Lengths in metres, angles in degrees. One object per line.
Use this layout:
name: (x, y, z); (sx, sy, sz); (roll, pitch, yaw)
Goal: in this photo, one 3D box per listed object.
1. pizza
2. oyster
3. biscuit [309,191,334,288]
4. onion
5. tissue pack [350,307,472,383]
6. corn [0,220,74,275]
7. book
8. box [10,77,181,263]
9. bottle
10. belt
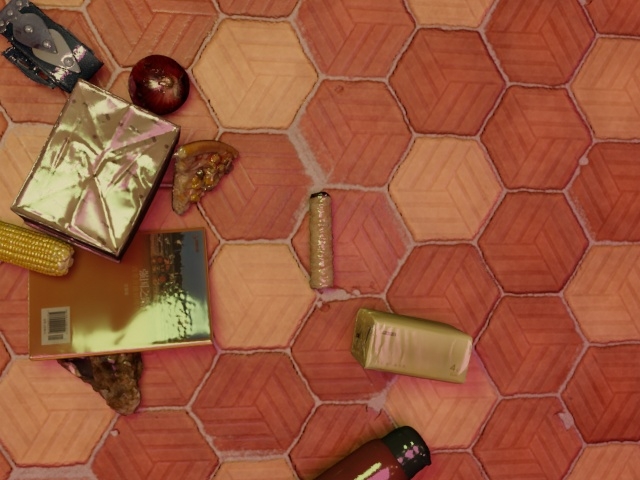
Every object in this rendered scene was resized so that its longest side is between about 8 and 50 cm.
pizza: (-0.265, -0.129, 1.541); (0.052, 0.185, 0.195); (45, 117, 25)
oyster: (-0.497, 0.248, 1.544); (0.295, 0.094, 0.166); (30, 97, -3)
biscuit: (0.000, 0.000, 1.621); (0.061, 0.055, 0.219); (-1, 93, 27)
onion: (-0.340, -0.328, 1.519); (0.131, 0.131, 0.131); (-1, 93, -9)
tissue pack: (0.198, 0.234, 1.612); (0.235, 0.159, 0.125); (11, 91, -9)
corn: (-0.625, 0.010, 1.482); (0.249, 0.081, 0.081); (17, 91, 9)
book: (-0.423, 0.109, 1.528); (0.374, 0.028, 0.262); (-4, 72, -9)
box: (-0.446, -0.131, 1.454); (0.225, 0.190, 0.296); (25, 81, -10)
bottle: (0.097, 0.549, 1.625); (0.336, 0.144, 0.143); (-32, 97, -7)
belt: (-0.557, -0.382, 1.466); (0.218, 0.122, 0.128); (38, 86, 12)
